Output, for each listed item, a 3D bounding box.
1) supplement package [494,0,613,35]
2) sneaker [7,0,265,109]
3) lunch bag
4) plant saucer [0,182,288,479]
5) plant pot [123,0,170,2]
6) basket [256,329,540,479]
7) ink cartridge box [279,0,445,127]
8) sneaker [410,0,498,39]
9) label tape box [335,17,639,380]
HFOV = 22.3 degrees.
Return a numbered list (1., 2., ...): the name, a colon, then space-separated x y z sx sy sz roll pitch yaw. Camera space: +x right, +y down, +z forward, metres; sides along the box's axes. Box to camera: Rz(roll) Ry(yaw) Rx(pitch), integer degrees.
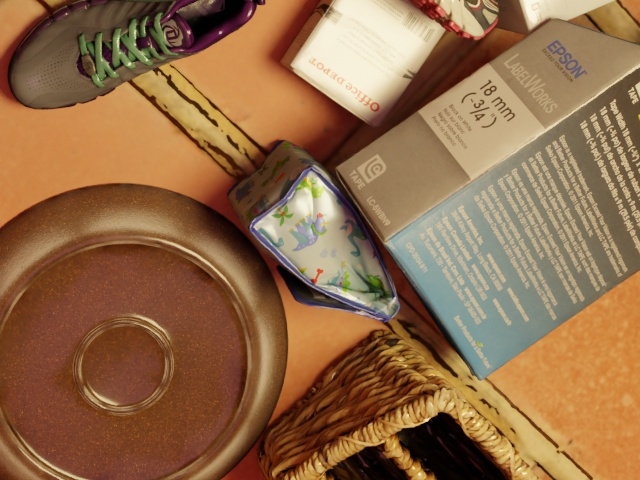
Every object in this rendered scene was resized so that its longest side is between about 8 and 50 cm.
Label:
1. supplement package: 0.245 -0.288 1.404 0.244 0.139 0.133 -24 107 -9
2. sneaker: -0.155 -0.172 1.349 0.224 0.098 0.083 -27 106 -8
3. lunch bag: 0.000 0.000 1.407 0.096 0.129 0.151 -45 110 3
4. plant saucer: -0.175 0.106 1.429 0.311 0.050 0.310 -3 102 -12
5. plant pot: -0.168 -0.303 1.195 0.290 0.195 0.290 10 113 24
6. basket: 0.097 0.264 1.438 0.213 0.223 0.299 -42 109 -3
7. ink cartridge box: 0.043 -0.181 1.418 0.099 0.056 0.135 34 91 -17
8. sneaker: 0.071 -0.293 1.298 0.112 0.121 0.299 -33 114 -4
9. label tape box: 0.212 -0.059 1.393 0.334 0.106 0.240 -34 139 1
